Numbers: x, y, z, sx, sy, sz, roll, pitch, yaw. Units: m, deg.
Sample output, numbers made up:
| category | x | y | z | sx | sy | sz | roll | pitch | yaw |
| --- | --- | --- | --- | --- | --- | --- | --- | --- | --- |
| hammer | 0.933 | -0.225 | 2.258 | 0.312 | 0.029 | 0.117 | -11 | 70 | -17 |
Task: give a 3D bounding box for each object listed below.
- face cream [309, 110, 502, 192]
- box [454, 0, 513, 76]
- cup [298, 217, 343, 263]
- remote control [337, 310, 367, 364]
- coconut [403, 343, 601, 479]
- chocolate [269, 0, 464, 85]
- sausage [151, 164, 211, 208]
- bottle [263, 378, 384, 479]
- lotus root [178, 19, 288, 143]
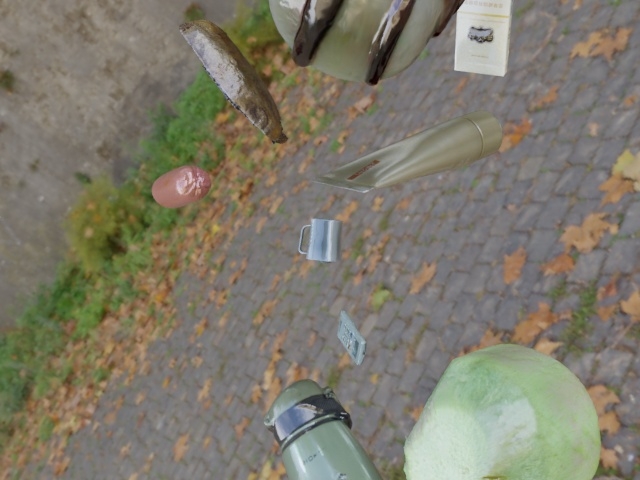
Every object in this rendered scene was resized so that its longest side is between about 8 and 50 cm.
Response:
| category | x | y | z | sx | sy | sz | roll | pitch | yaw |
| --- | --- | --- | --- | --- | --- | --- | --- | --- | --- |
| face cream | 0.157 | -0.135 | 1.263 | 0.341 | 0.084 | 0.137 | -22 | 24 | -32 |
| box | 0.273 | -0.361 | 1.293 | 0.024 | 0.090 | 0.167 | -51 | -33 | -46 |
| cup | 0.000 | 0.000 | 2.278 | 0.095 | 0.128 | 0.129 | -2 | -83 | -71 |
| remote control | 0.073 | 0.222 | 1.782 | 0.162 | 0.029 | 0.061 | -128 | 43 | -61 |
| coconut | 0.303 | 0.328 | 1.282 | 0.281 | 0.328 | 0.328 | 10 | 66 | 44 |
| chocolate | 0.055 | -0.338 | 1.038 | 0.283 | 0.283 | 0.186 | -34 | 25 | 48 |
| sausage | -0.227 | -0.087 | 1.256 | 0.154 | 0.062 | 0.062 | -7 | 52 | 60 |
| bottle | 0.014 | 0.432 | 1.487 | 0.168 | 0.168 | 0.347 | -46 | 58 | 27 |
| lotus root | -0.170 | -0.350 | 1.662 | 0.078 | 0.329 | 0.167 | -38 | 5 | 16 |
